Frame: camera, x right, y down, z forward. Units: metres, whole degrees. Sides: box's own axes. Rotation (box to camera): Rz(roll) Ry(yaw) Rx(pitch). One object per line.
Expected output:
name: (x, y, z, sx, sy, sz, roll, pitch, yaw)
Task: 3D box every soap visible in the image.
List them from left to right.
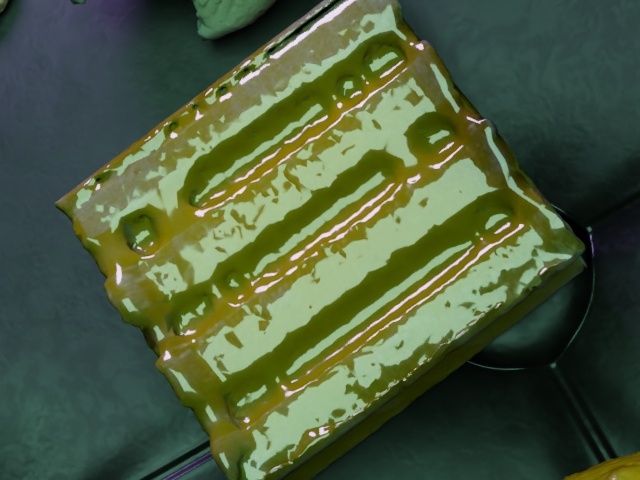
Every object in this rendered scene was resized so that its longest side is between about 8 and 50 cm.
soap: (0.000, 0.000, 1.448, 0.335, 0.156, 0.293, -38, 74, 3)

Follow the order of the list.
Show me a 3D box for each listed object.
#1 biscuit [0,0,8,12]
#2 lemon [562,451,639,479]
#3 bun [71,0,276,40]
biscuit: (-0.371, -0.258, 1.616, 0.220, 0.033, 0.219, -1, 83, 9)
lemon: (0.272, 0.272, 1.308, 0.284, 0.260, 0.260, -24, 78, 10)
bun: (-0.126, -0.268, 1.513, 0.204, 0.212, 0.126, -34, 33, 27)
